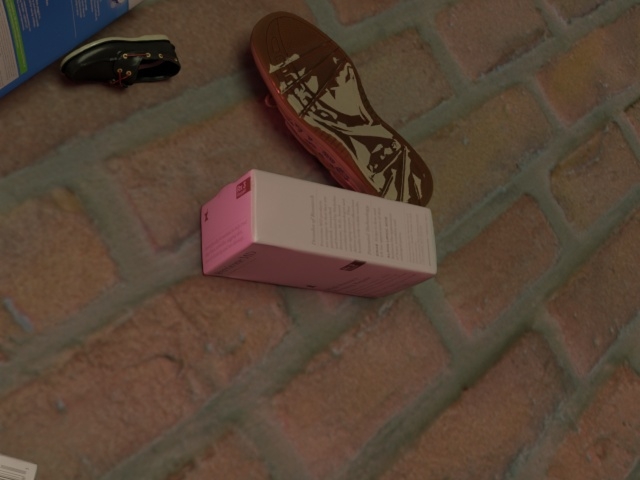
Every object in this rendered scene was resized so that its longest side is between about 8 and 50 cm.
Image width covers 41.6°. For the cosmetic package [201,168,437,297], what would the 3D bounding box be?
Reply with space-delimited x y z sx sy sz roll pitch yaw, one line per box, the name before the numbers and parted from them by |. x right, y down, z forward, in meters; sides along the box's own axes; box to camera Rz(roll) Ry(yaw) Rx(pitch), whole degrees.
cosmetic package | 0.000 0.000 0.901 0.231 0.117 0.085 8 68 -31

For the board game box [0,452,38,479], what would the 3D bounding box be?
board game box | -0.381 0.225 0.568 0.303 0.097 0.224 26 59 -26

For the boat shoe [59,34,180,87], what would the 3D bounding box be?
boat shoe | -0.203 -0.182 0.871 0.133 0.049 0.042 -20 77 -42

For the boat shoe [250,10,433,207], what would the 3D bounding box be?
boat shoe | 0.012 -0.136 0.990 0.104 0.089 0.285 -38 92 -22

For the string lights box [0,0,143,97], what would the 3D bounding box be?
string lights box | -0.269 -0.242 0.787 0.077 0.133 0.259 27 51 17
